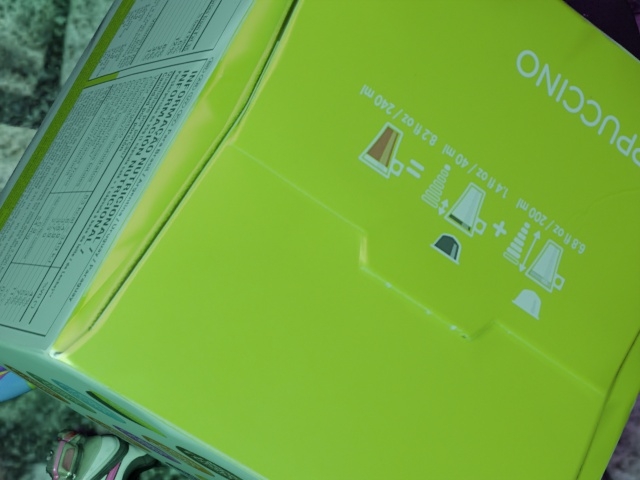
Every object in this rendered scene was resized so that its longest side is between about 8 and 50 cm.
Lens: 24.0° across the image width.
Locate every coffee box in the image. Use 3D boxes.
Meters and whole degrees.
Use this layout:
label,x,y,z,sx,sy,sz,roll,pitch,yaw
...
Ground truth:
label,x,y,z,sx,sy,sz,roll,pitch,yaw
coffee box,0.000,0.000,0.980,0.338,0.334,0.338,34,76,-22

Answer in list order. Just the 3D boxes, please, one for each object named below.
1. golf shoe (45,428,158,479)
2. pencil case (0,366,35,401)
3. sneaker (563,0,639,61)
label,x,y,z,sx,sy,sz,roll,pitch,yaw
golf shoe,-0.170,0.235,1.115,0.086,0.067,0.186,8,75,1
pencil case,-0.208,0.056,1.152,0.236,0.104,0.104,-25,76,-9
sneaker,0.233,-0.075,1.140,0.106,0.162,0.281,10,78,-18
